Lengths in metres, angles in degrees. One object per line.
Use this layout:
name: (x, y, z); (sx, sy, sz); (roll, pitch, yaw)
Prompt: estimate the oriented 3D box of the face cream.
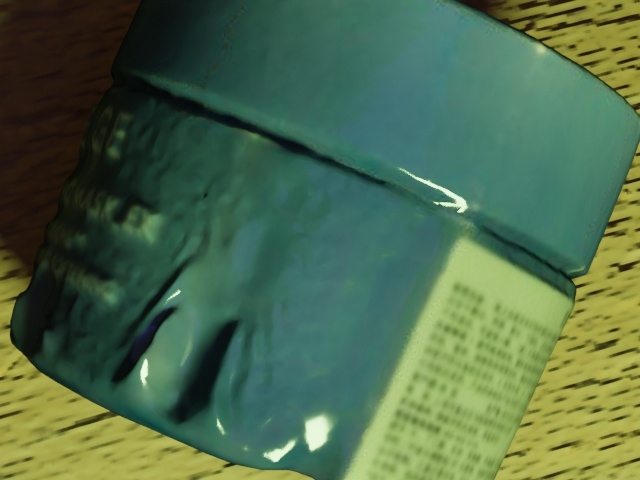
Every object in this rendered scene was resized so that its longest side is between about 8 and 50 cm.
face cream: (0.000, 0.000, 0.857); (0.249, 0.249, 0.225); (23, 86, -10)
